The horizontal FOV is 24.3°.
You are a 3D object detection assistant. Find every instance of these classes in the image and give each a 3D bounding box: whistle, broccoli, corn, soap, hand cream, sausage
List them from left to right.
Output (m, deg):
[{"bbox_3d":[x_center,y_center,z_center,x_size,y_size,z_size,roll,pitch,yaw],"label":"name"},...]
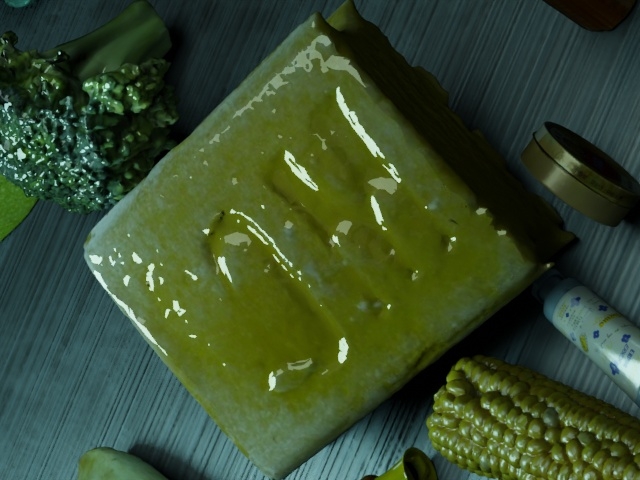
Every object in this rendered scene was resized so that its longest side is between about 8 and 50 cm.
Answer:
[{"bbox_3d":[-0.258,-0.166,1.597,0.243,0.247,0.263,-50,2,-25],"label":"broccoli"},{"bbox_3d":[0.000,0.000,1.308,0.335,0.156,0.293,-40,90,23],"label":"soap"},{"bbox_3d":[0.058,0.233,1.335,0.109,0.057,0.046,-37,11,34],"label":"whistle"},{"bbox_3d":[0.183,-0.245,1.246,0.071,0.234,0.071,-13,69,36],"label":"sausage"},{"bbox_3d":[0.218,0.176,1.181,0.313,0.102,0.102,21,89,37],"label":"corn"},{"bbox_3d":[0.233,0.078,1.218,0.171,0.043,0.065,47,130,48],"label":"hand cream"}]

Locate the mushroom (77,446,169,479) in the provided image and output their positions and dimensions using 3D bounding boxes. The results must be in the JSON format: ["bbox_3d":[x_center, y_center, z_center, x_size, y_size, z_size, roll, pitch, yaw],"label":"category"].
[{"bbox_3d":[-0.137,0.292,1.438,0.312,0.081,0.100,21,87,45],"label":"mushroom"}]

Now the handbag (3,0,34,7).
[{"bbox_3d":[-0.401,-0.445,1.838,0.269,0.100,0.274,44,118,43],"label":"handbag"}]

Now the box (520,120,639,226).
[{"bbox_3d":[0.218,-0.055,1.244,0.037,0.105,0.105,-56,51,18],"label":"box"}]

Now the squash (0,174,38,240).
[{"bbox_3d":[-0.417,-0.069,1.806,0.260,0.189,0.189,-24,55,-11],"label":"squash"}]
